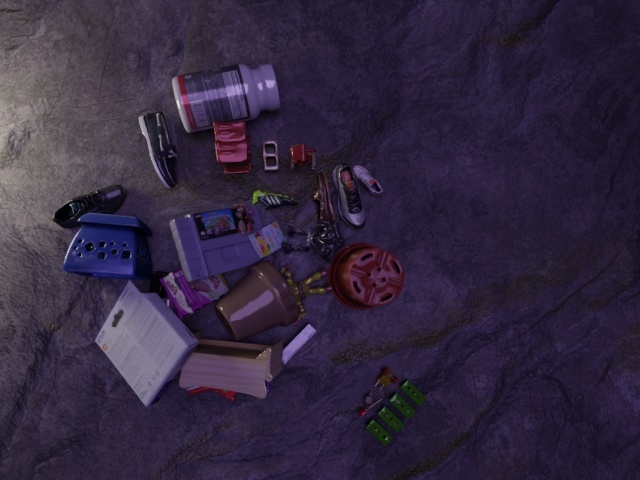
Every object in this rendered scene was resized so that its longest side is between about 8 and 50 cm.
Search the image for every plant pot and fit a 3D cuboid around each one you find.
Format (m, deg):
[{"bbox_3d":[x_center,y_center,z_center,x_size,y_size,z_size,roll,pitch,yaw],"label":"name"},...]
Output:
[{"bbox_3d":[-0.239,0.234,1.602,0.229,0.263,0.263,-32,91,-25],"label":"plant pot"},{"bbox_3d":[-0.731,0.025,1.599,0.236,0.236,0.212,6,80,-6],"label":"plant pot"},{"bbox_3d":[0.180,0.136,1.687,0.273,0.265,0.272,0,87,-8],"label":"plant pot"}]

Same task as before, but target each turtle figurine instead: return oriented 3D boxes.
[{"bbox_3d":[-0.075,0.174,1.736,0.217,0.087,0.269,-21,93,-9],"label":"turtle figurine"}]

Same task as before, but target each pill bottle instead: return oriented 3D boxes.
[{"bbox_3d":[-0.348,-0.540,1.692,0.363,0.210,0.210,-14,88,-9],"label":"pill bottle"}]

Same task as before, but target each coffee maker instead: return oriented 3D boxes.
[{"bbox_3d":[-0.590,0.203,1.657,0.171,0.120,0.178,10,84,-6],"label":"coffee maker"}]

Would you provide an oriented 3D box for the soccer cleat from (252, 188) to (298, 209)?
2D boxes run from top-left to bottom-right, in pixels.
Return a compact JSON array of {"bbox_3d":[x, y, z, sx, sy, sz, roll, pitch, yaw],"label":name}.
[{"bbox_3d":[-0.178,-0.152,1.769,0.179,0.060,0.072,12,94,0],"label":"soccer cleat"}]

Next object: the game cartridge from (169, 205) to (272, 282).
[{"bbox_3d":[-0.350,0.000,1.638,0.355,0.068,0.230,-15,92,-43],"label":"game cartridge"}]

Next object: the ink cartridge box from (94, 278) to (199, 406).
[{"bbox_3d":[-0.615,0.353,1.580,0.330,0.071,0.324,44,113,17],"label":"ink cartridge box"}]

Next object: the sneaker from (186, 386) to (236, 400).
[{"bbox_3d":[-0.358,0.543,1.676,0.279,0.107,0.118,-10,97,-5],"label":"sneaker"}]

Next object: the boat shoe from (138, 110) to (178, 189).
[{"bbox_3d":[-0.590,-0.344,1.696,0.091,0.114,0.302,-21,90,-2],"label":"boat shoe"}]

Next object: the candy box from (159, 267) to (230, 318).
[{"bbox_3d":[-0.443,0.163,1.623,0.071,0.233,0.159,-28,91,24],"label":"candy box"}]

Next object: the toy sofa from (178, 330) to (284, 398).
[{"bbox_3d":[-0.320,0.434,1.608,0.363,0.150,0.177,3,90,12],"label":"toy sofa"}]

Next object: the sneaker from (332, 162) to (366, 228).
[{"bbox_3d":[0.115,-0.175,1.780,0.100,0.108,0.271,-17,90,-10],"label":"sneaker"}]

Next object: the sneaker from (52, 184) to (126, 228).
[{"bbox_3d":[-0.846,-0.124,1.654,0.267,0.106,0.101,-32,89,-10],"label":"sneaker"}]

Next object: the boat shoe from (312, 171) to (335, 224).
[{"bbox_3d":[0.004,-0.166,1.781,0.073,0.073,0.206,-11,87,-10],"label":"boat shoe"}]

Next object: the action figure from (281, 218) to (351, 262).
[{"bbox_3d":[0.000,0.000,1.707,0.276,0.141,0.164,4,86,24],"label":"action figure"}]

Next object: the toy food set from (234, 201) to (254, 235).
[{"bbox_3d":[-0.275,-0.082,1.677,0.078,0.019,0.122,-17,90,-44],"label":"toy food set"}]

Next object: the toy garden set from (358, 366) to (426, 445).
[{"bbox_3d":[0.260,0.639,1.776,0.204,0.049,0.244,44,83,-4],"label":"toy garden set"}]

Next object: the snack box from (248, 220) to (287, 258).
[{"bbox_3d":[-0.199,-0.004,1.717,0.141,0.037,0.100,-33,101,-49],"label":"snack box"}]

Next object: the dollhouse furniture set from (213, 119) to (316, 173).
[{"bbox_3d":[-0.199,-0.352,1.703,0.374,0.201,0.152,-3,87,-7],"label":"dollhouse furniture set"}]

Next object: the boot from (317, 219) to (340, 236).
[{"bbox_3d":[0.047,-0.017,1.796,0.118,0.042,0.087,-33,96,-6],"label":"boot"}]

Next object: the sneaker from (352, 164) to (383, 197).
[{"bbox_3d":[0.195,-0.244,1.809,0.057,0.075,0.161,-41,92,-8],"label":"sneaker"}]

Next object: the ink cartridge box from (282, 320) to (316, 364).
[{"bbox_3d":[-0.106,0.400,1.717,0.046,0.097,0.207,45,83,-1],"label":"ink cartridge box"}]
